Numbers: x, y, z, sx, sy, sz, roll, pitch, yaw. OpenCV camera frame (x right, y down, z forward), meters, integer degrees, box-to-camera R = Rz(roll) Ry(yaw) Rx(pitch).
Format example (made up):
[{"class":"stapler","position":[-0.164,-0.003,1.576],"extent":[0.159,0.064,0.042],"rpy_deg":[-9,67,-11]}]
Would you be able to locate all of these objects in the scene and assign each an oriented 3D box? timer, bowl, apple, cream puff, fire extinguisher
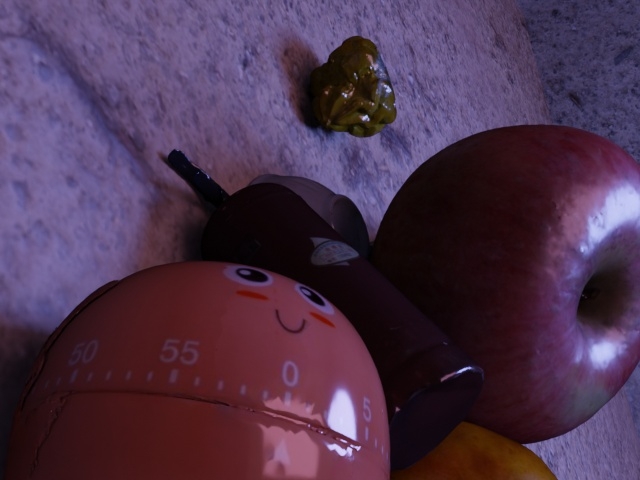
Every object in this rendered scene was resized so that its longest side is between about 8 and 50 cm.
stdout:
[{"class":"timer","position":[-0.071,0.127,0.438],"extent":[0.229,0.230,0.214],"rpy_deg":[40,40,-43]},{"class":"bowl","position":[0.000,0.000,0.789],"extent":[0.189,0.086,0.189],"rpy_deg":[37,43,-44]},{"class":"apple","position":[0.200,0.044,0.769],"extent":[0.345,0.269,0.344],"rpy_deg":[-7,102,-33]},{"class":"cream puff","position":[0.038,-0.204,0.971],"extent":[0.146,0.116,0.146],"rpy_deg":[157,-90,-89]},{"class":"fire extinguisher","position":[-0.018,0.038,0.616],"extent":[0.337,0.114,0.135],"rpy_deg":[44,-4,35]}]

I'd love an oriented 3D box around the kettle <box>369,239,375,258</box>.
[{"class":"kettle","position":[0.153,0.105,0.945],"extent":[0.211,0.160,0.243],"rpy_deg":[-18,94,-43]}]

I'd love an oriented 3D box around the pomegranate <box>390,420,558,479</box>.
[{"class":"pomegranate","position":[0.113,0.290,0.618],"extent":[0.264,0.264,0.264],"rpy_deg":[38,42,-44]}]
